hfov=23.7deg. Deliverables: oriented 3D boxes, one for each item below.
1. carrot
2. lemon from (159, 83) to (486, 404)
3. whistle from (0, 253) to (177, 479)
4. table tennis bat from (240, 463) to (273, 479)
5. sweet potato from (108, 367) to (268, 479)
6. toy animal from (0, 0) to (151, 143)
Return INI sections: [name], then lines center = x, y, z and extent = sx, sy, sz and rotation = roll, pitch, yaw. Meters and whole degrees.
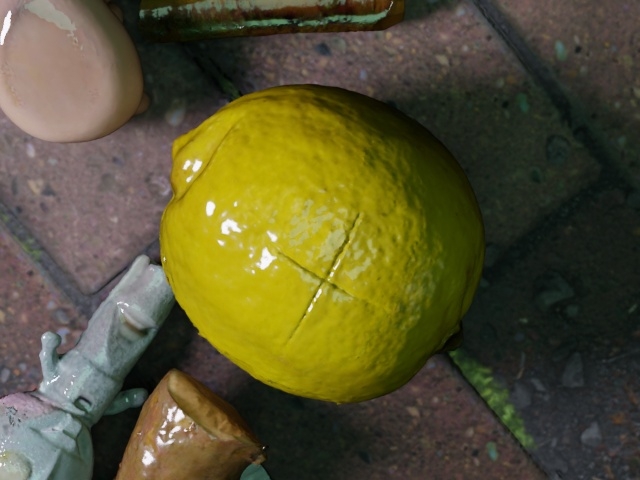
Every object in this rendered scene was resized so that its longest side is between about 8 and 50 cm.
[carrot]
center = -0.047, -0.227, 1.472
extent = 0.260, 0.070, 0.070
rotation = -6, 96, -2
[lemon]
center = 0.000, 0.000, 1.389
extent = 0.297, 0.297, 0.297
rotation = 0, 96, -5
[whistle]
center = -0.252, 0.167, 1.470
extent = 0.142, 0.134, 0.346
rotation = 35, 82, -4
[table tennis bat]
center = -0.097, 0.244, 1.538
extent = 0.087, 0.013, 0.156
rotation = -29, 98, -1
[sweet potato]
center = -0.174, 0.290, 1.485
extent = 0.131, 0.131, 0.336
rotation = 29, 105, -7
[toy animal]
center = -0.252, -0.211, 1.408
extent = 0.166, 0.154, 0.250
rotation = -17, 95, 16
